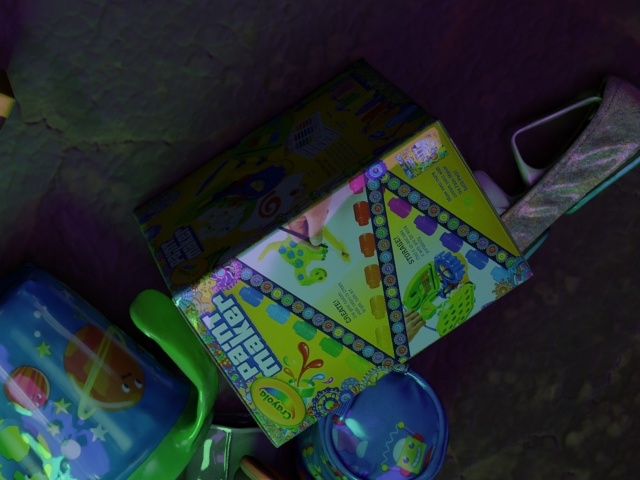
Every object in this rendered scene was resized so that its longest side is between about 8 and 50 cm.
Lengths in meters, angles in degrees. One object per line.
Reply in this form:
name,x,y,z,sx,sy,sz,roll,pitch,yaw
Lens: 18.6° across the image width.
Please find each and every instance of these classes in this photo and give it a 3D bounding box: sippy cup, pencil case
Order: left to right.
sippy cup,-0.258,0.153,1.840,0.305,0.240,0.224,-42,104,-4
pencil case,0.042,0.192,1.882,0.133,0.306,0.119,38,78,3

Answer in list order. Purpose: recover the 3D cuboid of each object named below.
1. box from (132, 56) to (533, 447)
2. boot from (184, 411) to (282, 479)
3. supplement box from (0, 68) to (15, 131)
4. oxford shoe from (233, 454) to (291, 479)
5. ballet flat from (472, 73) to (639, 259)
box,0.000,0.000,1.815,0.279,0.290,0.177,-33,110,-1
boot,-0.131,0.279,1.983,0.190,0.076,0.208,-5,115,-26
supplement box,-0.408,-0.092,1.780,0.191,0.129,0.194,22,100,-18
oxford shoe,-0.023,0.321,1.975,0.098,0.097,0.271,-41,126,-8
ballet flat,0.207,-0.050,1.960,0.316,0.107,0.106,-42,95,-5
